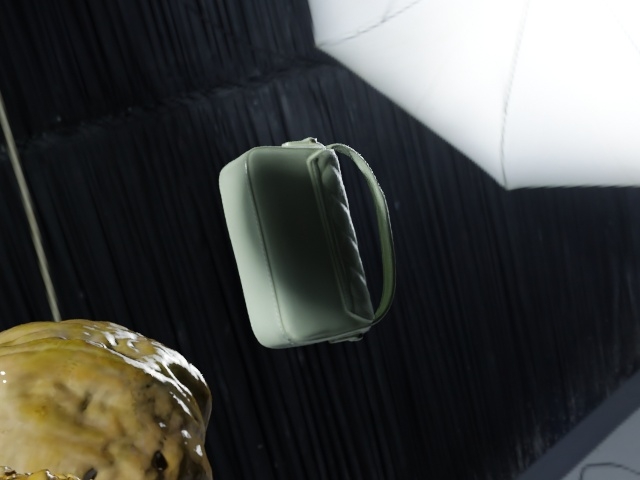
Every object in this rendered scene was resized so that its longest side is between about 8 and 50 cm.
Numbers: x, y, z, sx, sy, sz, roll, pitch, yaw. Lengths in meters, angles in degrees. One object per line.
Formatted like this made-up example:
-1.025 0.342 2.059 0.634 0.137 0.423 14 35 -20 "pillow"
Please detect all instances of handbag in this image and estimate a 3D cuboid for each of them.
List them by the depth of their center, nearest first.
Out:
0.000 0.000 0.965 0.219 0.256 0.079 -8 -7 -37 "handbag"

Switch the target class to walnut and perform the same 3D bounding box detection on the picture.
-0.308 0.243 0.970 0.343 0.306 0.306 11 7 -19 "walnut"

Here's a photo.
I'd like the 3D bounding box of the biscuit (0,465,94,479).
-0.237 0.131 0.395 0.253 0.035 0.254 0 -18 0 "biscuit"
